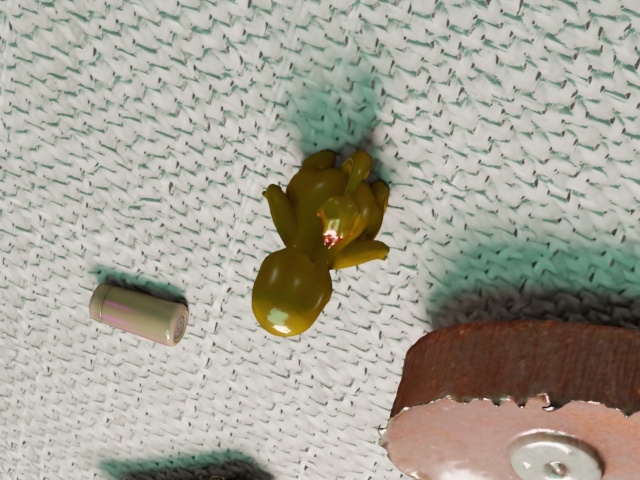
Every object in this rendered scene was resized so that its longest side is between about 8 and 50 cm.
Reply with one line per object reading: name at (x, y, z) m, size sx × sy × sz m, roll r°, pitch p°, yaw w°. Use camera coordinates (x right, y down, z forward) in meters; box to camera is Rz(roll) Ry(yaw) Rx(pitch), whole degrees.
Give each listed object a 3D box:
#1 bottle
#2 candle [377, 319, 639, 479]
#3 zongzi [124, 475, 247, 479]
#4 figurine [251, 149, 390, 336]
bottle at (-0.184, 0.074, 1.577) m, size 0.096 × 0.045 × 0.045 m, roll 16°, pitch 138°, yaw 16°
candle at (0.231, 0.161, 1.383) m, size 0.317 × 0.131 × 0.287 m, roll 27°, pitch 144°, yaw -14°
zongzi at (-0.119, 0.382, 1.784) m, size 0.248 × 0.111 × 0.241 m, roll -14°, pitch 109°, yaw 37°
figurine at (0.000, 0.000, 1.297) m, size 0.121 × 0.176 × 0.122 m, roll 29°, pitch 156°, yaw -5°
